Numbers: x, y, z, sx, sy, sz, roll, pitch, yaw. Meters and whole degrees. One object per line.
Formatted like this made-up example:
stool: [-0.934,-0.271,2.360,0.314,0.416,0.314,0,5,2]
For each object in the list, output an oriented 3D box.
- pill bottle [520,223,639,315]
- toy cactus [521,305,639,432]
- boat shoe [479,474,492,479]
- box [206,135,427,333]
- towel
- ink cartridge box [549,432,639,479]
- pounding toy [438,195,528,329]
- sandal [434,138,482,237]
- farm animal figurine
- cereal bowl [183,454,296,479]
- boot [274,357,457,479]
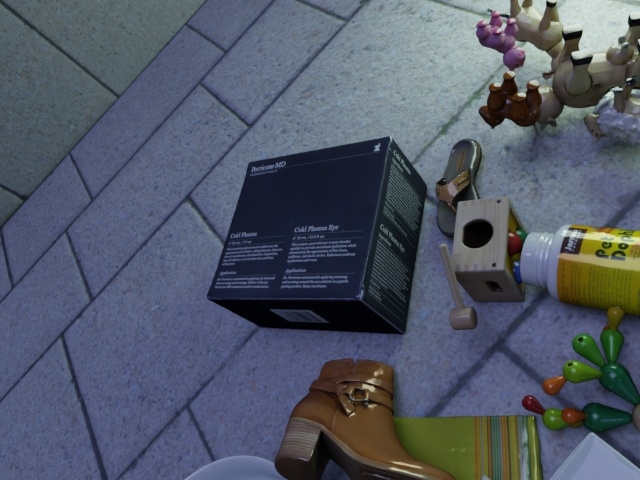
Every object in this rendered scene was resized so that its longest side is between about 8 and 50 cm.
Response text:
pill bottle: [0.405,0.040,0.763,0.215,0.117,0.117,8,68,38]
toy cactus: [0.395,0.199,0.698,0.219,0.112,0.180,-44,69,7]
boat shoe: [0.279,0.430,0.618,0.097,0.116,0.324,-43,53,1]
box: [0.000,0.000,1.036,0.343,0.179,0.312,-3,63,34]
towel: [0.205,0.315,0.805,0.237,0.021,0.102,-12,51,31]
ink cartridge box: [0.335,0.319,0.602,0.127,0.176,0.128,-52,46,1]
pounding toy: [0.257,0.040,0.825,0.094,0.181,0.206,-5,61,33]
sandal: [0.251,-0.105,0.990,0.090,0.060,0.219,-12,56,47]
farm animal figurine: [0.427,-0.291,0.933,0.326,0.172,0.330,9,60,26]
cereal bowl: [-0.125,0.516,0.812,0.339,0.141,0.339,-18,43,17]
boot: [0.090,0.292,0.836,0.283,0.109,0.220,1,31,24]
